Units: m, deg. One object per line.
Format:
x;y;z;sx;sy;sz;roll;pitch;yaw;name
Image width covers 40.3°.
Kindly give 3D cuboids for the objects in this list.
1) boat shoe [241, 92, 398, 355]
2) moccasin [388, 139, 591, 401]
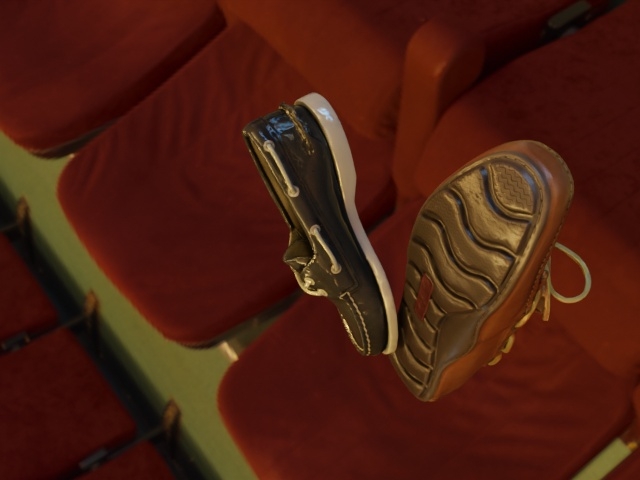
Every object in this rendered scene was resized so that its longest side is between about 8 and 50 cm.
0.000;0.000;0.916;0.114;0.091;0.302;26;138;67;boat shoe
0.172;0.038;0.876;0.139;0.147;0.380;54;155;32;moccasin
